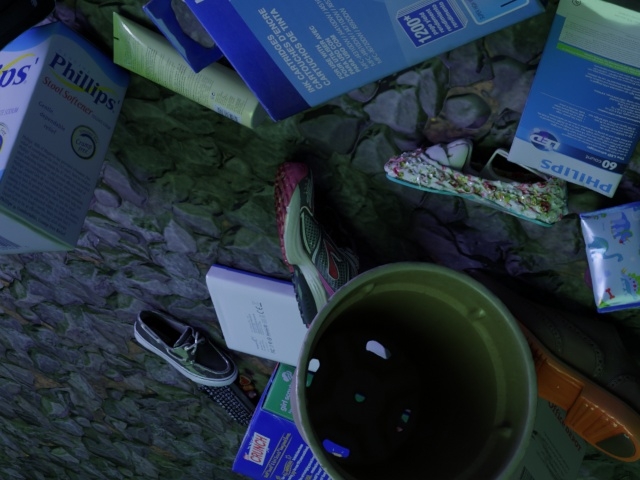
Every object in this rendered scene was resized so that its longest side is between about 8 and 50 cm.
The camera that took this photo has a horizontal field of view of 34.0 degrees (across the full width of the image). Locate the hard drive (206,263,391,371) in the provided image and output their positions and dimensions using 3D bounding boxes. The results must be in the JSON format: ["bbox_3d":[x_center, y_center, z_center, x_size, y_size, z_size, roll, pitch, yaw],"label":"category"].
[{"bbox_3d":[-0.029,0.151,1.795,0.318,0.040,0.210,13,141,20],"label":"hard drive"}]

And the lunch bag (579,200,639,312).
[{"bbox_3d":[0.403,0.015,1.266,0.151,0.129,0.096,-11,175,26],"label":"lunch bag"}]

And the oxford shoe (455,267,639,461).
[{"bbox_3d":[0.339,0.152,1.505,0.363,0.133,0.130,42,154,12],"label":"oxford shoe"}]

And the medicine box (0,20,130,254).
[{"bbox_3d":[-0.444,-0.135,1.487,0.263,0.289,0.149,-4,153,36],"label":"medicine box"}]

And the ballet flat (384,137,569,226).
[{"bbox_3d":[0.204,-0.087,1.336,0.241,0.091,0.077,16,113,9],"label":"ballet flat"}]

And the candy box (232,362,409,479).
[{"bbox_3d":[0.018,0.390,1.968,0.317,0.122,0.268,22,141,-2],"label":"candy box"}]

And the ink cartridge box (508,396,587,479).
[{"bbox_3d":[0.321,0.369,1.671,0.100,0.237,0.172,-5,133,41],"label":"ink cartridge box"}]

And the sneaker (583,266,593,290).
[{"bbox_3d":[0.420,0.056,1.350,0.185,0.084,0.069,-11,129,41],"label":"sneaker"}]

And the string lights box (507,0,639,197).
[{"bbox_3d":[0.304,-0.174,1.149,0.133,0.077,0.260,21,144,10],"label":"string lights box"}]

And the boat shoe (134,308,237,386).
[{"bbox_3d":[-0.254,0.201,1.973,0.219,0.078,0.070,27,145,4],"label":"boat shoe"}]

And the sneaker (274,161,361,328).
[{"bbox_3d":[0.000,0.000,1.550,0.112,0.121,0.299,-12,134,4],"label":"sneaker"}]

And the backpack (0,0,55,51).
[{"bbox_3d":[-0.454,-0.326,1.361,0.144,0.188,0.166,19,144,12],"label":"backpack"}]

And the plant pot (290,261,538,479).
[{"bbox_3d":[0.096,0.219,1.506,0.334,0.334,0.305,32,164,-6],"label":"plant pot"}]

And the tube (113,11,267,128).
[{"bbox_3d":[-0.180,-0.229,1.421,0.240,0.062,0.070,26,101,11],"label":"tube"}]

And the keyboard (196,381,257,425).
[{"bbox_3d":[-0.193,0.310,2.079,0.108,0.023,0.180,-7,131,40],"label":"keyboard"}]

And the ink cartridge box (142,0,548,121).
[{"bbox_3d":[0.002,-0.299,1.078,0.395,0.151,0.270,-18,125,33],"label":"ink cartridge box"}]

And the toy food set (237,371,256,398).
[{"bbox_3d":[-0.158,0.281,2.057,0.078,0.019,0.122,27,145,2],"label":"toy food set"}]
